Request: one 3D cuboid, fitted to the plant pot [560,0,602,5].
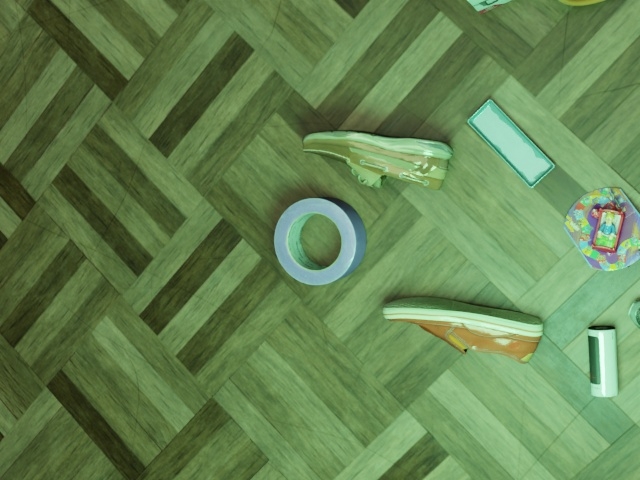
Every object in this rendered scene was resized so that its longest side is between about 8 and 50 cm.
[{"bbox_3d":[0.507,-0.600,1.589,0.291,0.291,0.203,-32,67,20],"label":"plant pot"}]

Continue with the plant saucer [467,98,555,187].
[{"bbox_3d":[0.387,-0.197,1.787,0.067,0.018,0.192,-45,80,18],"label":"plant saucer"}]

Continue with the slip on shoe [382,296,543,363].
[{"bbox_3d":[0.286,0.183,1.807,0.331,0.123,0.101,10,102,14],"label":"slip on shoe"}]

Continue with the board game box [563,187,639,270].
[{"bbox_3d":[0.553,-0.026,1.702,0.133,0.033,0.168,-34,63,13],"label":"board game box"}]

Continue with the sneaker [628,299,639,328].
[{"bbox_3d":[0.694,0.172,1.671,0.215,0.083,0.084,24,104,18],"label":"sneaker"}]

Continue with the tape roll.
[{"bbox_3d":[0.000,0.000,1.912,0.189,0.080,0.188,1,94,21],"label":"tape roll"}]

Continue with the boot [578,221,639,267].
[{"bbox_3d":[0.572,-0.014,1.727,0.114,0.037,0.106,26,100,21],"label":"boot"}]

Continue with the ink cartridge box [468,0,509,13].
[{"bbox_3d":[0.336,-0.502,1.709,0.109,0.150,0.063,-21,87,21],"label":"ink cartridge box"}]

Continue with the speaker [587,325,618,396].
[{"bbox_3d":[0.561,0.240,1.740,0.055,0.055,0.136,-2,94,20],"label":"speaker"}]

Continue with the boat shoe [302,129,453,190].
[{"bbox_3d":[0.111,-0.167,1.838,0.325,0.123,0.116,10,100,21],"label":"boat shoe"}]
